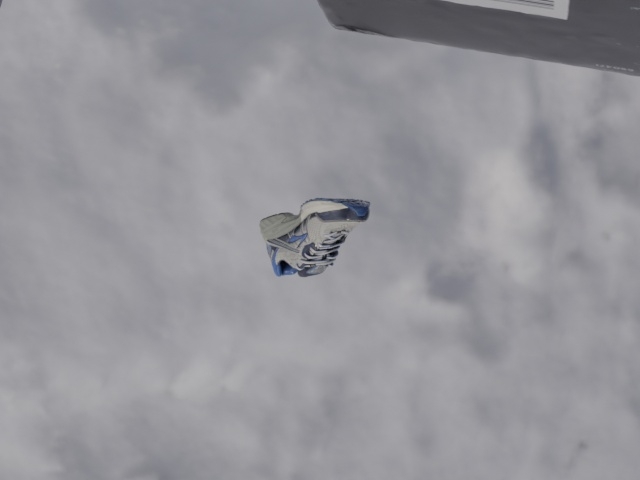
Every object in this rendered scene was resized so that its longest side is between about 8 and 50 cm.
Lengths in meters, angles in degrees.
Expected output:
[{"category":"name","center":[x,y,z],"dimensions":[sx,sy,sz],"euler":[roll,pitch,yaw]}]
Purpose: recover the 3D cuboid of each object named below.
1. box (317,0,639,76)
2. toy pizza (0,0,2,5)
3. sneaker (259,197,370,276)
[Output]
[{"category":"box","center":[0.096,-0.252,0.574],"dimensions":[0.296,0.182,0.294],"euler":[36,65,-80]},{"category":"toy pizza","center":[-0.177,-0.090,0.491],"dimensions":[0.201,0.032,0.201],"euler":[-43,149,-34]},{"category":"sneaker","center":[0.000,0.000,1.149],"dimensions":[0.052,0.135,0.058],"euler":[1,78,-32]}]
